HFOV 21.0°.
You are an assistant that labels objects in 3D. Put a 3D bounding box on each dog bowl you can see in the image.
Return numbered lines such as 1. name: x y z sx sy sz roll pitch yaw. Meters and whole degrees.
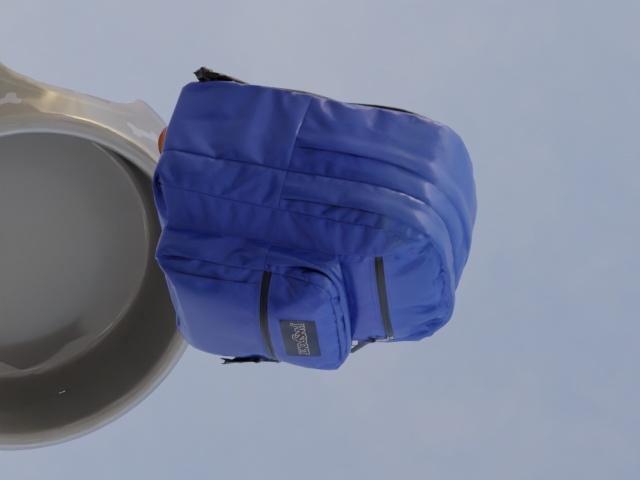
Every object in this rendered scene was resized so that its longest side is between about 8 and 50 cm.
1. dog bowl: -0.254 0.023 1.470 0.348 0.349 0.102 -52 -150 7

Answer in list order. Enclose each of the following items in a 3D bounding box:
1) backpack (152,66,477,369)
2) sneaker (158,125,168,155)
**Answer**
1. backpack: 0.000 0.000 0.692 0.120 0.098 0.101 6 -120 11
2. sneaker: -0.053 -0.051 1.363 0.175 0.067 0.064 26 -88 16
